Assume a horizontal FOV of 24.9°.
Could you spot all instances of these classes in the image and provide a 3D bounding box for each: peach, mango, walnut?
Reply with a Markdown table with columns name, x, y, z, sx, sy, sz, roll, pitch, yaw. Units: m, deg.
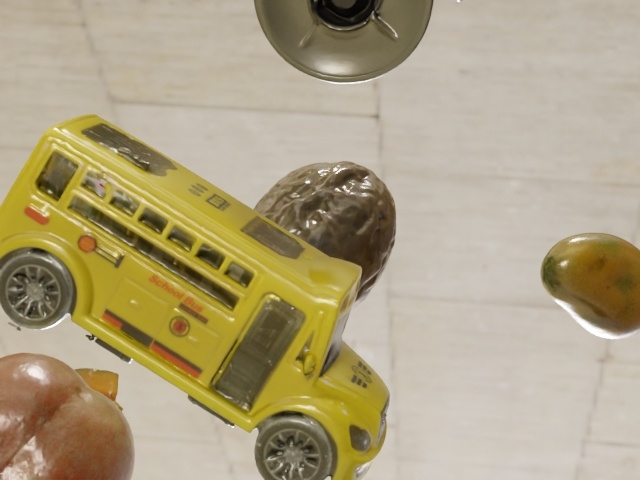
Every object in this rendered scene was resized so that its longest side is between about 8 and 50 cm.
| name | x | y | z | sx | sy | sz | roll | pitch | yaw |
| --- | --- | --- | --- | --- | --- | --- | --- | --- | --- |
| peach | -0.359 | 0.270 | 1.797 | 0.252 | 0.252 | 0.252 | 4 | -90 | -84 |
| mango | 0.315 | 0.045 | 1.621 | 0.163 | 0.089 | 0.111 | 41 | -117 | -30 |
| walnut | -0.001 | -0.002 | 1.704 | 0.230 | 0.178 | 0.178 | -54 | -23 | -29 |

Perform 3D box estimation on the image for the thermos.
| name | x | y | z | sx | sy | sz | roll | pitch | yaw |
| --- | --- | --- | --- | --- | --- | --- | --- | --- | --- |
| thermos | 0.050 | -0.238 | 1.274 | 0.265 | 0.176 | 0.146 | -64 | -14 | -67 |

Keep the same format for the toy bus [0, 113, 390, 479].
| name | x | y | z | sx | sy | sz | roll | pitch | yaw |
| --- | --- | --- | --- | --- | --- | --- | --- | --- | --- |
| toy bus | -0.080 | 0.045 | 1.082 | 0.152 | 0.330 | 0.144 | -59 | -2 | 13 |

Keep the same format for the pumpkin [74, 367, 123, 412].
| name | x | y | z | sx | sy | sz | roll | pitch | yaw |
| --- | --- | --- | --- | --- | --- | --- | --- | --- | --- |
| pumpkin | -0.360 | 0.346 | 2.094 | 0.190 | 0.139 | 0.280 | -124 | 41 | -66 |
